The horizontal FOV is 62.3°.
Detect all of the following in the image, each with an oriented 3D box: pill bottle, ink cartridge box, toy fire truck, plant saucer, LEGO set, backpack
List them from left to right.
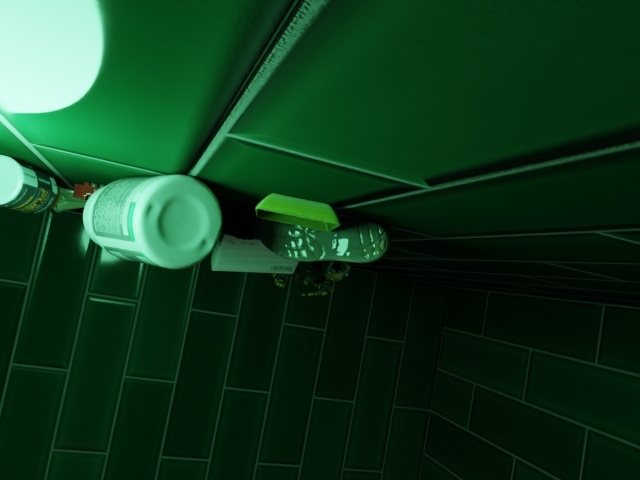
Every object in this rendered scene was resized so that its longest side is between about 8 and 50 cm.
[{"bbox_3d":[-0.807,-0.143,1.439,0.131,0.130,0.245,10,176,1],"label":"pill bottle"},{"bbox_3d":[-0.678,-0.143,1.649,0.192,0.047,0.135,10,176,-11],"label":"toy fire truck"},{"bbox_3d":[-0.407,-0.049,1.238,0.204,0.204,0.361,15,174,-43],"label":"pill bottle"},{"bbox_3d":[-0.215,-0.050,1.450,0.120,0.097,0.101,8,178,18],"label":"backpack"},{"bbox_3d":[-0.198,0.012,1.785,0.297,0.066,0.261,4,140,-23],"label":"ink cartridge box"},{"bbox_3d":[-0.052,-0.066,1.220,0.189,0.045,0.188,11,175,-6],"label":"plant saucer"},{"bbox_3d":[-0.034,0.130,2.217,0.331,0.254,0.192,26,-164,-28],"label":"LEGO set"}]

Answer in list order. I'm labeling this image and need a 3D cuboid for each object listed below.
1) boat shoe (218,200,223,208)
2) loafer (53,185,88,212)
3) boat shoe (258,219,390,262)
[{"bbox_3d":[-0.298,-0.079,1.483,0.059,0.062,0.170,1,172,27],"label":"boat shoe"},{"bbox_3d":[-0.912,-0.142,1.892,0.269,0.092,0.102,14,174,-35],"label":"loafer"},{"bbox_3d":[0.011,0.003,1.391,0.356,0.132,0.130,10,175,16],"label":"boat shoe"}]
